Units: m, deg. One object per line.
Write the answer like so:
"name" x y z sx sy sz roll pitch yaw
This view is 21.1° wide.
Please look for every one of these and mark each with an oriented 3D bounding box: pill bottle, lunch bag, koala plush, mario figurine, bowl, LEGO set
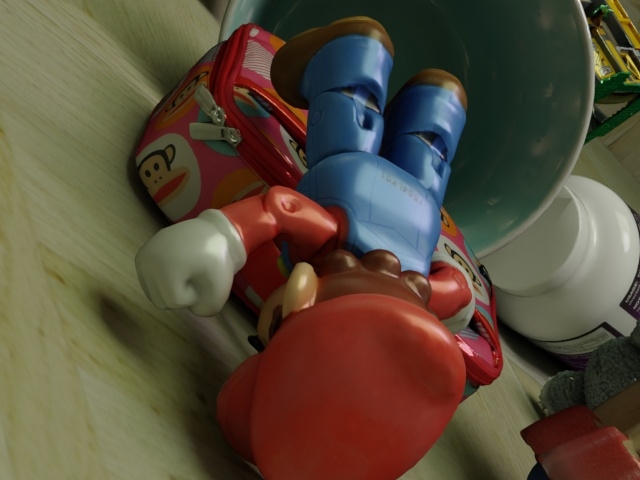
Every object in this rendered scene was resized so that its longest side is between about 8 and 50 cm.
"pill bottle" 0.288 0.042 1.865 0.323 0.181 0.181 33 22 -52
"lunch bag" 0.000 0.000 1.208 0.293 0.120 0.258 46 18 -14
"koala plush" 0.332 0.182 1.647 0.221 0.196 0.203 54 37 1
"mario figurine" -0.002 0.021 1.023 0.170 0.198 0.320 96 3 -47
"bowl" 0.053 -0.135 1.428 0.311 0.311 0.163 48 -5 -13
"LEGO set" 0.185 -0.172 1.773 0.255 0.331 0.192 -13 69 -50

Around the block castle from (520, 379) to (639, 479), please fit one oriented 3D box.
"block castle" 0.304 0.308 1.183 0.453 0.213 0.303 58 2 3
